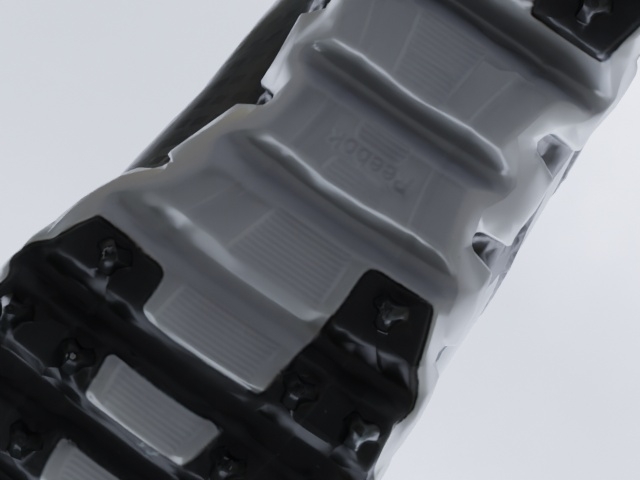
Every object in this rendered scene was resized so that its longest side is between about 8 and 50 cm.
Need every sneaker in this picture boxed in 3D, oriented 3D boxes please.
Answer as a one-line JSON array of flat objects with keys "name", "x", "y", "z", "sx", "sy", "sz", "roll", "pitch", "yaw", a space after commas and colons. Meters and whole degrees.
[{"name": "sneaker", "x": 0.000, "y": 0.000, "z": 0.376, "sx": 0.078, "sy": 0.106, "sz": 0.234, "roll": 37, "pitch": -93, "yaw": 6}]
